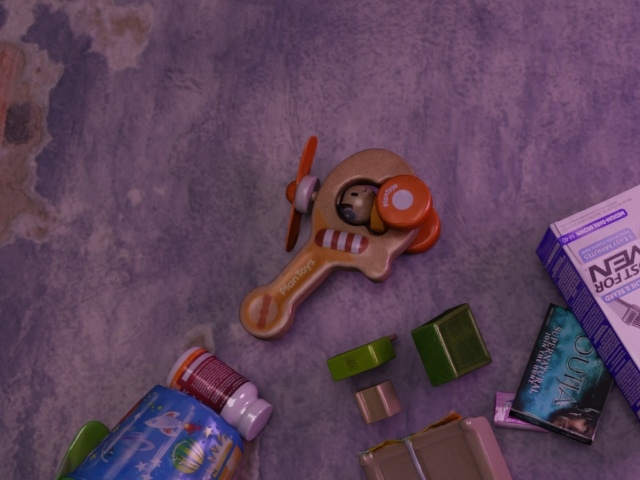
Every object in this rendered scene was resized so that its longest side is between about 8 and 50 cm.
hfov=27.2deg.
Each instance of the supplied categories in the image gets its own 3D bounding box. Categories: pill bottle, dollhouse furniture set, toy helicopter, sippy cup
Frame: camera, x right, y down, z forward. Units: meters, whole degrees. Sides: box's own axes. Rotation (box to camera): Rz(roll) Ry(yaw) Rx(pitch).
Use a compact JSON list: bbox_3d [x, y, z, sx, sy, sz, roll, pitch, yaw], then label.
[{"bbox_3d":[-0.150,0.232,1.984,0.152,0.086,0.086,33,79,18],"label":"pill bottle"},{"bbox_3d":[0.164,0.273,1.931,0.197,0.151,0.302,-23,86,25],"label":"dollhouse furniture set"},{"bbox_3d":[0.000,0.000,2.015,0.235,0.140,0.355,42,85,21],"label":"toy helicopter"},{"bbox_3d":[-0.232,0.340,1.899,0.305,0.240,0.224,31,68,8],"label":"sippy cup"}]

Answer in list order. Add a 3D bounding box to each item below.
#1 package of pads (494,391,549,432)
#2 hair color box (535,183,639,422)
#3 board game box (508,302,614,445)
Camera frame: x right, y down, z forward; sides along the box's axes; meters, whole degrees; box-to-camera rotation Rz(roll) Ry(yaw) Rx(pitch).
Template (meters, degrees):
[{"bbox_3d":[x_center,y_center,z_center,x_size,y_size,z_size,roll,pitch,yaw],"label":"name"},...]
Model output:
[{"bbox_3d":[0.296,0.252,1.936,0.083,0.032,0.050,5,70,10],"label":"package of pads"},{"bbox_3d":[0.479,0.099,1.902,0.185,0.110,0.339,-24,71,-15],"label":"hair color box"},{"bbox_3d":[0.364,0.193,1.927,0.126,0.026,0.186,19,64,12],"label":"board game box"}]
